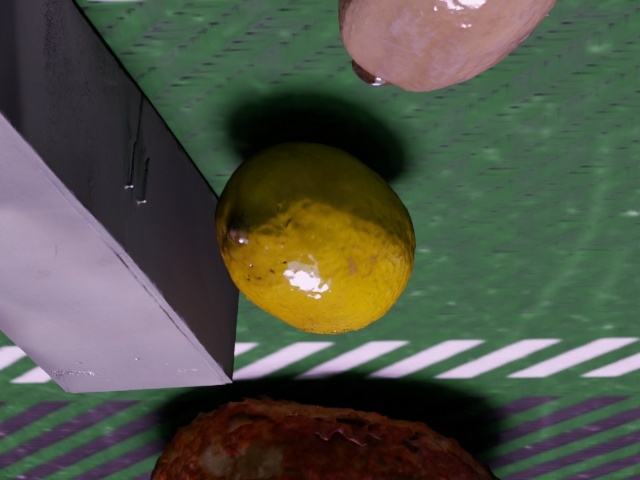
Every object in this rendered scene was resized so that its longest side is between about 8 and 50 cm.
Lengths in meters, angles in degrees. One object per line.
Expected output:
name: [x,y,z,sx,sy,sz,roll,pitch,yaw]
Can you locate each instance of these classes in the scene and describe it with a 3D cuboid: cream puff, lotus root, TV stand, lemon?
cream puff: [0.005,0.193,1.082,0.240,0.164,0.240,-1,158,0]
lotus root: [0.047,-0.094,0.609,0.073,0.062,0.150,9,154,-14]
TV stand: [-0.116,-0.024,0.741,0.088,0.083,0.269,-4,153,16]
lemon: [0.000,0.000,0.779,0.082,0.082,0.110,-13,153,27]
